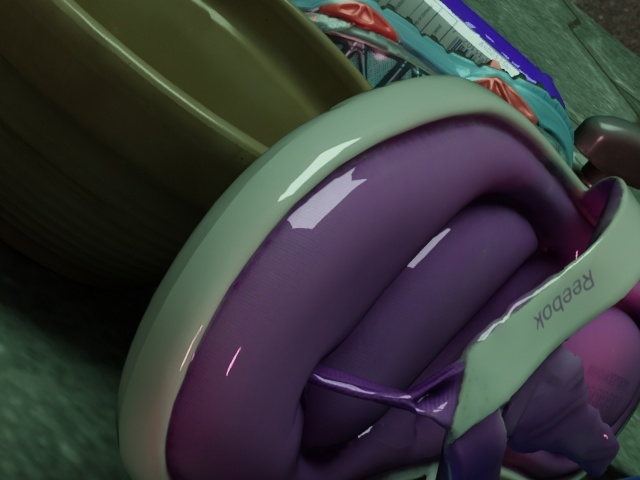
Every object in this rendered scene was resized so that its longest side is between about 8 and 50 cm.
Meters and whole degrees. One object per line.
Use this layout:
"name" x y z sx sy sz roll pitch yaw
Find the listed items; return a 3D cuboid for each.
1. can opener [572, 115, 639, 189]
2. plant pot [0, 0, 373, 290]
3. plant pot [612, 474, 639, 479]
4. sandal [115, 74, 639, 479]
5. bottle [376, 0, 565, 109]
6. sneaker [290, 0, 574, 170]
"can opener" 0.168 -0.086 1.265 0.280 0.093 0.074 15 32 -45
"plant pot" -0.083 -0.058 0.628 0.237 0.110 0.237 36 19 -15
"plant pot" 0.189 0.170 0.406 0.236 0.236 0.212 21 59 -48
"sandal" 0.079 0.040 0.603 0.102 0.169 0.416 26 8 27
"bottle" 0.024 -0.140 1.033 0.283 0.118 0.092 41 11 2
"sneaker" 0.040 -0.053 0.875 0.262 0.104 0.125 16 50 -23
